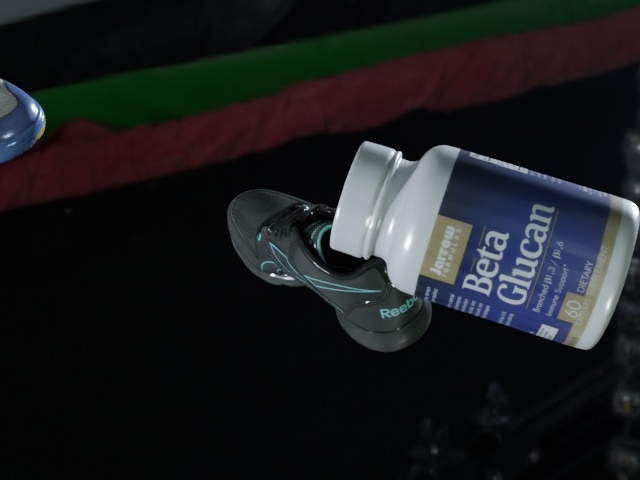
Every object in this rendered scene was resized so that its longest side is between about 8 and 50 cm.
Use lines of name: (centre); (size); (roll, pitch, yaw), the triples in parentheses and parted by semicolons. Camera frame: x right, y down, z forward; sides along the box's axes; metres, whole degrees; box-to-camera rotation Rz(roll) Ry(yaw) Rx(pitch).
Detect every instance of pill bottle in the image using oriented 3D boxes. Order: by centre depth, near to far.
pill bottle: (0.096, -0.003, 0.745); (0.169, 0.094, 0.094); (17, -145, 6)

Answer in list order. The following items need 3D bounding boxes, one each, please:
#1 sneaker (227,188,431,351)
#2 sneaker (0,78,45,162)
sneaker: (0.000, 0.000, 1.172); (0.101, 0.106, 0.267); (-42, -133, -19)
sneaker: (-0.411, -0.163, 1.216); (0.296, 0.131, 0.112); (17, -130, 18)
